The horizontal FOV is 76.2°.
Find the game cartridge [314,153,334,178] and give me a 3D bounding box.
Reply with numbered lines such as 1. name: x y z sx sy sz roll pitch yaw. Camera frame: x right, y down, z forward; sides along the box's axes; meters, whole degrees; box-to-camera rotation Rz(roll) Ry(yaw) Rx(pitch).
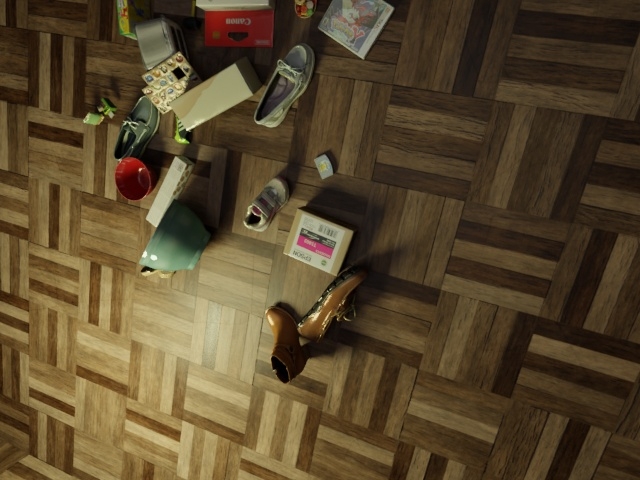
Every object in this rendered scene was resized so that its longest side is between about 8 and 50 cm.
1. game cartridge: 0.016 -0.278 1.522 0.056 0.017 0.083 -22 94 17

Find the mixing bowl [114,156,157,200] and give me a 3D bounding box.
1. mixing bowl: -0.768 -0.264 1.737 0.182 0.098 0.181 4 103 17

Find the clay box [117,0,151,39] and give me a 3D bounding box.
1. clay box: -0.719 -0.900 1.573 0.053 0.127 0.222 3 101 18

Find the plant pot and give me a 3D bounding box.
1. plant pot: -0.570 0.005 1.653 0.196 0.293 0.293 28 111 -17

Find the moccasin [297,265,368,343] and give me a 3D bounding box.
1. moccasin: 0.063 0.252 1.553 0.147 0.139 0.380 37 107 1

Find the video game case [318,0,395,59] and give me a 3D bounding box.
1. video game case: 0.119 -0.753 1.385 0.201 0.023 0.183 37 110 8

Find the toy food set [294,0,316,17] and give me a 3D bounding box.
1. toy food set: -0.052 -0.825 1.427 0.083 0.020 0.083 9 104 16

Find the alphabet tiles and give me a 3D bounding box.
1. alphabet tiles: -0.571 -0.592 1.594 0.237 0.009 0.198 -20 129 22

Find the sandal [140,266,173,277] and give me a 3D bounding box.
1. sandal: -0.691 0.131 1.821 0.240 0.088 0.079 -13 128 27

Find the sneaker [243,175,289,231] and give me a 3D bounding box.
1. sneaker: -0.211 -0.133 1.574 0.103 0.111 0.252 35 109 9

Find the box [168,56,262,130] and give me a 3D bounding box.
1. box: -0.385 -0.543 1.514 0.311 0.148 0.121 -21 117 20

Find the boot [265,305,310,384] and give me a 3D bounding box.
1. boot: -0.161 0.411 1.612 0.109 0.220 0.283 -27 92 21

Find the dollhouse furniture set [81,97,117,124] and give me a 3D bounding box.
1. dollhouse furniture set: -0.939 -0.536 1.749 0.152 0.076 0.058 -40 87 20

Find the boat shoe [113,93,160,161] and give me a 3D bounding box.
1. boat shoe: -0.768 -0.461 1.695 0.116 0.099 0.319 35 110 9

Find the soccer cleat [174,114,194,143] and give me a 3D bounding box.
1. soccer cleat: -0.545 -0.478 1.639 0.072 0.060 0.178 12 120 -1

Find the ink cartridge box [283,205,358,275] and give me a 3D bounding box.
1. ink cartridge box: 0.000 0.000 1.547 0.235 0.088 0.193 22 106 12

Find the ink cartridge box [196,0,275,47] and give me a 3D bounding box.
1. ink cartridge box: -0.308 -0.851 1.483 0.296 0.066 0.261 9 103 17

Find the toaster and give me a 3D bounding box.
1. toaster: -0.606 -0.739 1.570 0.147 0.129 0.226 -9 99 17

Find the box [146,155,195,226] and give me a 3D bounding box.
1. box: -0.635 -0.206 1.724 0.067 0.063 0.324 36 110 10

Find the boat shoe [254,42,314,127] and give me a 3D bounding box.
1. boat shoe: -0.132 -0.554 1.465 0.118 0.103 0.320 40 110 7

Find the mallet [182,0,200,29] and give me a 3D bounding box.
1. mallet: -0.489 -0.902 1.551 0.062 0.039 0.189 6 98 19
